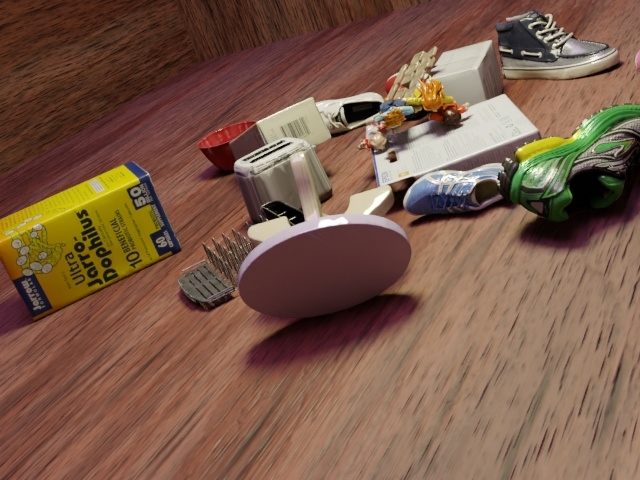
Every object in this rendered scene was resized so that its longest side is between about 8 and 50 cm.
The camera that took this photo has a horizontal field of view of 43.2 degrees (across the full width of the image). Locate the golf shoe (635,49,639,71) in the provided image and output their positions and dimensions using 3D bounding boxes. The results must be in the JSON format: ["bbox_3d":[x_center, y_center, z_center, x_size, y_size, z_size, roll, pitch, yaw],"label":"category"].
[{"bbox_3d":[0.793,-0.415,1.751,0.306,0.115,0.140,-20,11,-16],"label":"golf shoe"}]

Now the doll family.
[{"bbox_3d":[0.191,-0.288,1.771,0.262,0.118,0.163,-18,21,10],"label":"doll family"}]

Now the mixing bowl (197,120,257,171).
[{"bbox_3d":[-0.244,-0.256,2.270,0.181,0.098,0.181,-18,21,7],"label":"mixing bowl"}]

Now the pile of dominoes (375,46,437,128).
[{"bbox_3d":[0.208,-0.343,1.977,0.251,0.040,0.196,-64,16,-6],"label":"pile of dominoes"}]

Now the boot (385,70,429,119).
[{"bbox_3d":[0.220,-0.390,2.201,0.176,0.089,0.244,-33,28,-24],"label":"boot"}]

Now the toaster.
[{"bbox_3d":[-0.093,-0.131,1.786,0.226,0.147,0.129,-29,23,-20],"label":"toaster"}]

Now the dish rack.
[{"bbox_3d":[-0.151,0.024,1.575,0.271,0.074,0.208,-28,22,-16],"label":"dish rack"}]

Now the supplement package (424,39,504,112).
[{"bbox_3d":[0.358,-0.384,1.995,0.139,0.134,0.244,-9,24,26],"label":"supplement package"}]

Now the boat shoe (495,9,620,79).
[{"bbox_3d":[0.581,-0.499,2.036,0.127,0.158,0.340,-34,25,-30],"label":"boat shoe"}]

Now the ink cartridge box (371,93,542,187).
[{"bbox_3d":[0.277,-0.193,1.716,0.329,0.072,0.324,-20,21,9],"label":"ink cartridge box"}]

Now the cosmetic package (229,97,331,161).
[{"bbox_3d":[-0.107,-0.247,2.005,0.160,0.113,0.309,-27,7,-18],"label":"cosmetic package"}]

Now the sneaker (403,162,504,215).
[{"bbox_3d":[0.252,-0.090,1.479,0.211,0.080,0.081,-16,19,14],"label":"sneaker"}]

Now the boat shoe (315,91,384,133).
[{"bbox_3d":[0.052,-0.339,2.225,0.267,0.096,0.088,-13,17,-3],"label":"boat shoe"}]

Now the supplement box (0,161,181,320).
[{"bbox_3d":[-0.527,-0.007,1.814,0.356,0.194,0.195,-27,23,-15],"label":"supplement box"}]

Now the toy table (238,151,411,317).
[{"bbox_3d":[0.000,0.000,1.308,0.274,0.252,0.161,-8,39,0],"label":"toy table"}]

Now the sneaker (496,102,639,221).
[{"bbox_3d":[0.464,-0.114,1.335,0.343,0.134,0.146,-25,47,-21],"label":"sneaker"}]
